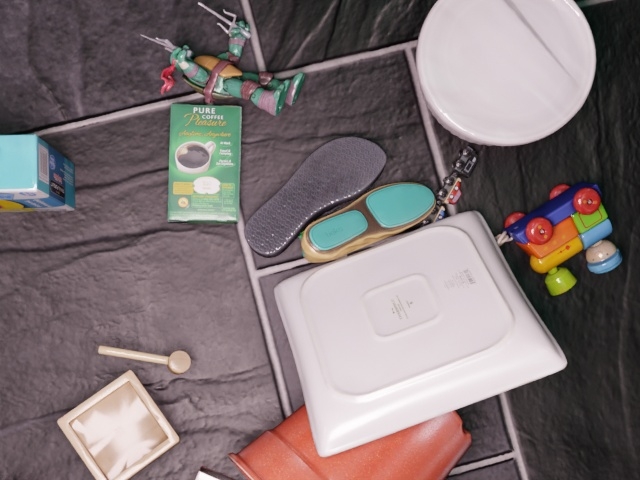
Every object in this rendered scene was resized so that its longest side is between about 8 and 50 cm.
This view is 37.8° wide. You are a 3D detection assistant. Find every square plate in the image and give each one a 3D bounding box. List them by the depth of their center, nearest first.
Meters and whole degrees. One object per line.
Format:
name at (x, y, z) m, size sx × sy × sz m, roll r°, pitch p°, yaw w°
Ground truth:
square plate at (0.117, 0.104, 1.315) m, size 0.344 × 0.347 × 0.049 m, roll -21°, pitch 130°, yaw 1°

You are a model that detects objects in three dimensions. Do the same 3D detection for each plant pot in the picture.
plant pot at (0.055, 0.310, 1.329) m, size 0.265 × 0.272 × 0.272 m, roll -43°, pitch 89°, yaw -14°

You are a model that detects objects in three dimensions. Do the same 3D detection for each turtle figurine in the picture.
turtle figurine at (-0.150, -0.268, 1.431) m, size 0.234 × 0.118 × 0.175 m, roll 25°, pitch 44°, yaw 7°

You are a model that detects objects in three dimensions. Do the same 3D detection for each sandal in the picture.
sandal at (-0.012, -0.072, 1.453) m, size 0.254 × 0.054 × 0.097 m, roll -36°, pitch 76°, yaw -4°

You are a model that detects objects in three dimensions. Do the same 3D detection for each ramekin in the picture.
ramekin at (0.276, -0.270, 1.448) m, size 0.273 × 0.127 × 0.272 m, roll 0°, pitch 85°, yaw -3°

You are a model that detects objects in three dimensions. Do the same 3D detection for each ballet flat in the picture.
ballet flat at (0.068, -0.028, 1.440) m, size 0.232 × 0.073 × 0.080 m, roll -20°, pitch 72°, yaw -21°

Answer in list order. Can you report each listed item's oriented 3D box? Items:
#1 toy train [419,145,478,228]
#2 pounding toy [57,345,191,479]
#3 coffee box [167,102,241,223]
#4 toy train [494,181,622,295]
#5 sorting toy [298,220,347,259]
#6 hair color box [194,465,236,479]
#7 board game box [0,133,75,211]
toy train at (0.204, -0.076, 1.478) m, size 0.036 × 0.027 × 0.158 m, roll 32°, pitch 84°, yaw -11°
pounding toy at (-0.280, 0.239, 1.391) m, size 0.206 × 0.094 × 0.181 m, roll -35°, pitch 83°, yaw -15°
coffee box at (-0.179, -0.118, 1.448) m, size 0.113 × 0.040 × 0.184 m, roll 0°, pitch 85°, yaw -5°
toy train at (0.342, 0.026, 1.448) m, size 0.248 × 0.105 × 0.143 m, roll -32°, pitch 101°, yaw -6°
sorting toy at (0.000, 0.000, 1.464) m, size 0.083 × 0.012 × 0.062 m, roll 0°, pitch 85°, yaw -4°
hair color box at (-0.171, 0.435, 1.396) m, size 0.093 × 0.053 × 0.167 m, roll 23°, pitch 86°, yaw -2°
board game box at (-0.540, -0.086, 1.316) m, size 0.336 × 0.254 × 0.079 m, roll -2°, pitch 86°, yaw -4°
